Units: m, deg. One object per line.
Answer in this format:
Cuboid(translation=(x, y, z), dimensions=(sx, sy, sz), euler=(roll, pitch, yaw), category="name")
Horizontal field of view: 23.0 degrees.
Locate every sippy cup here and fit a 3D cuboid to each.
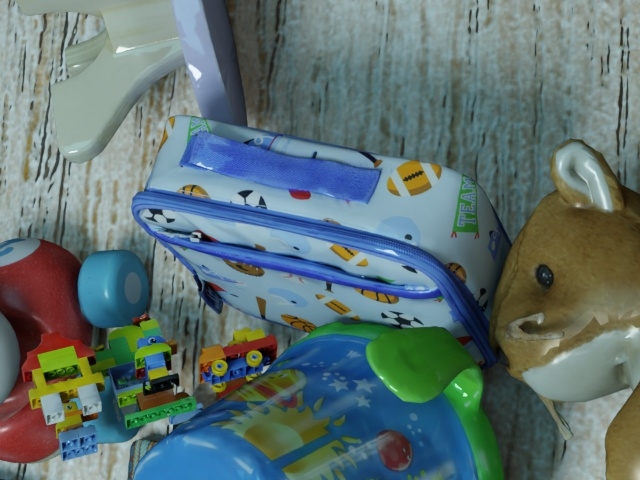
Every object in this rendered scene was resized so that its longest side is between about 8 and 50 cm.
Cuboid(translation=(-0.017, 0.195, 1.172), dimensions=(0.240, 0.224, 0.305), euler=(13, 107, 34), category="sippy cup")

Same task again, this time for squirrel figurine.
Cuboid(translation=(0.329, 0.051, 1.141), dimensions=(0.397, 0.281, 0.370), euler=(-46, 53, -7), category="squirrel figurine")

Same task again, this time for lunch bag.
Cuboid(translation=(0.000, 0.000, 1.272), dimensions=(0.303, 0.243, 0.115), euler=(11, 70, 27), category="lunch bag")

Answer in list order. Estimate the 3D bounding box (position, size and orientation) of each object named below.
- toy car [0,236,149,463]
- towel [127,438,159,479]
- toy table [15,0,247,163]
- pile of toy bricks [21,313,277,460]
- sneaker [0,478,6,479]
Cuboid(translation=(-0.305, 0.086, 1.399), dimensions=(0.219, 0.238, 0.210), euler=(-4, 77, 23), category="toy car")
Cuboid(translation=(-0.065, 0.357, 1.340), dimensions=(0.272, 0.040, 0.370), euler=(-2, 77, 23), category="towel")
Cuboid(translation=(-0.172, -0.201, 1.415), dimensions=(0.161, 0.252, 0.274), euler=(-13, 60, 5), category="toy table")
Cuboid(translation=(-0.151, 0.109, 1.365), dimensions=(0.212, 0.118, 0.105), euler=(-13, 54, -16), category="pile of toy bricks")
Cuboid(translation=(-0.334, 0.253, 1.470), dimensions=(0.221, 0.087, 0.083), euler=(21, 115, 41), category="sneaker")
